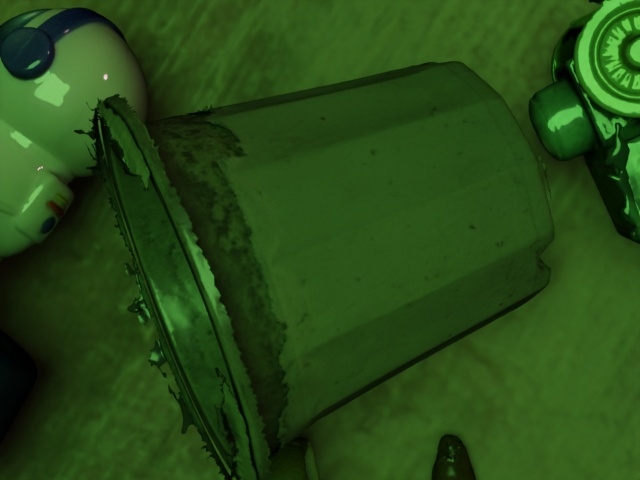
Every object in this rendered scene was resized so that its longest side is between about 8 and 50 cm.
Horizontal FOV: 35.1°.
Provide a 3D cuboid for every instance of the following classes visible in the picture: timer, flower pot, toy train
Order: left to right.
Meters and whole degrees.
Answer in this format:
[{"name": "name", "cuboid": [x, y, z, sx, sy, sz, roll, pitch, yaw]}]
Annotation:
[{"name": "timer", "cuboid": [-0.276, -0.017, 0.781, 0.270, 0.270, 0.384, 34, 79, 11]}, {"name": "flower pot", "cuboid": [0.000, 0.000, 0.698, 0.259, 0.290, 0.290, -23, 81, -16]}, {"name": "toy train", "cuboid": [0.288, -0.110, 0.711, 0.271, 0.159, 0.188, -25, 91, 8]}]

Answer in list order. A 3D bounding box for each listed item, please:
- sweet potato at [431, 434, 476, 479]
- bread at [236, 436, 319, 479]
[{"name": "sweet potato", "cuboid": [0.094, 0.283, 0.754, 0.074, 0.075, 0.270, 7, 83, 11]}, {"name": "bread", "cuboid": [-0.022, 0.227, 0.756, 0.064, 0.117, 0.156, -13, 83, 8]}]
